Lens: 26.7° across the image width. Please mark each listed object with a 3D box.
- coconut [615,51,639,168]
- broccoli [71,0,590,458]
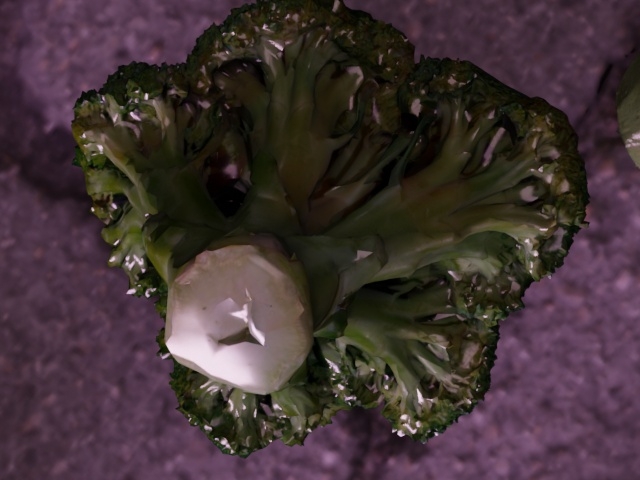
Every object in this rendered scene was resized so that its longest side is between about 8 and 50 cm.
[{"bbox_3d":[0.213,-0.084,0.787,0.083,0.081,0.082,-22,91,-47],"label":"coconut"},{"bbox_3d":[0.000,0.000,0.683,0.269,0.269,0.254,-30,98,-2],"label":"broccoli"}]
